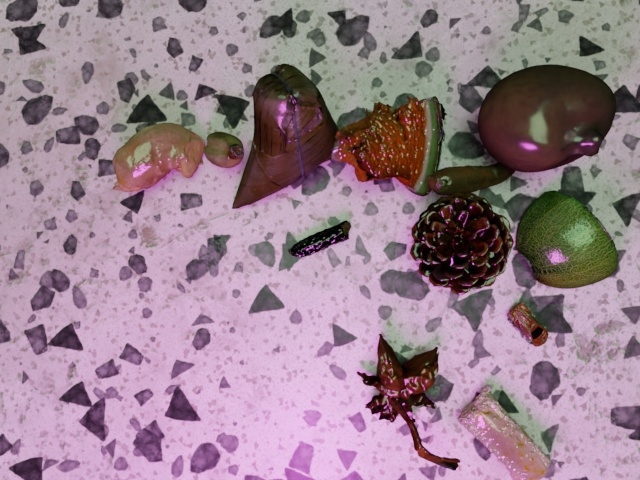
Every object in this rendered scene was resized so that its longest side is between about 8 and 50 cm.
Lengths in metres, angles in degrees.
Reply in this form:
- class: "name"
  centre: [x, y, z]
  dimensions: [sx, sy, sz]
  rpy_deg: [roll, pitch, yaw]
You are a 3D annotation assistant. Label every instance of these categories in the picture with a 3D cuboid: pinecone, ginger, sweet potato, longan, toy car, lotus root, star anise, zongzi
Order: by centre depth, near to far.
- class: "pinecone"
  centre: [0.319, 0.004, 0.995]
  dimensions: [0.246, 0.292, 0.246]
  rpy_deg: [-3, 81, 22]
- class: "longan"
  centre: [0.528, -0.279, 1.006]
  dimensions: [0.300, 0.243, 0.300]
  rpy_deg: [-11, 49, 13]
- class: "zongzi"
  centre: [-0.135, -0.219, 1.018]
  dimensions: [0.360, 0.323, 0.160]
  rpy_deg: [-35, 70, 7]
- class: "star anise"
  centre: [0.225, 0.390, 1.041]
  dimensions: [0.237, 0.148, 0.346]
  rpy_deg: [-30, 73, 5]
- class: "sweet potato"
  centre: [0.395, -0.161, 1.078]
  dimensions: [0.273, 0.075, 0.075]
  rpy_deg: [-12, 86, -17]
- class: "toy car"
  centre: [0.533, 0.217, 1.089]
  dimensions: [0.059, 0.035, 0.122]
  rpy_deg: [-40, 83, -3]
- class: "lotus root"
  centre: [-0.246, -0.234, 1.107]
  dimensions: [0.077, 0.183, 0.090]
  rpy_deg: [9, 100, -38]
- class: "ginger"
  centre: [-0.437, -0.220, 1.125]
  dimensions: [0.267, 0.138, 0.152]
  rpy_deg: [-23, 91, -3]

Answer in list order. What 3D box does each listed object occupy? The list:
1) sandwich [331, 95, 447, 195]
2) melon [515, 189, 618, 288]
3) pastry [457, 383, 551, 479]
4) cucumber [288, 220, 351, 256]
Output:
- class: "sandwich"
  centre: [0.158, -0.233, 1.078]
  dimensions: [0.301, 0.162, 0.250]
  rpy_deg: [-6, 100, -27]
- class: "melon"
  centre: [0.600, 0.018, 1.054]
  dimensions: [0.169, 0.129, 0.265]
  rpy_deg: [-33, 86, 4]
- class: "pastry"
  centre: [0.458, 0.499, 1.054]
  dimensions: [0.121, 0.089, 0.258]
  rpy_deg: [-41, 82, 13]
- class: "cucumber"
  centre: [0.000, 0.000, 1.129]
  dimensions: [0.181, 0.053, 0.053]
  rpy_deg: [-22, 85, 4]
